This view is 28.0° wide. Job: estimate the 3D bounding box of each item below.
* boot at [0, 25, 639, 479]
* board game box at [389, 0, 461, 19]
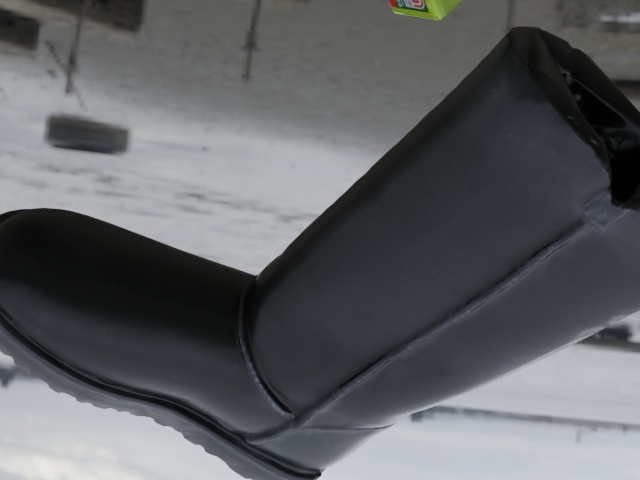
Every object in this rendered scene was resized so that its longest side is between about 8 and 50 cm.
[{"bbox_3d":[0.002,0.001,0.919,0.367,0.146,0.445,31,137,-26],"label":"boot"},{"bbox_3d":[0.099,-0.224,0.770,0.043,0.181,0.092,20,147,47],"label":"board game box"}]
